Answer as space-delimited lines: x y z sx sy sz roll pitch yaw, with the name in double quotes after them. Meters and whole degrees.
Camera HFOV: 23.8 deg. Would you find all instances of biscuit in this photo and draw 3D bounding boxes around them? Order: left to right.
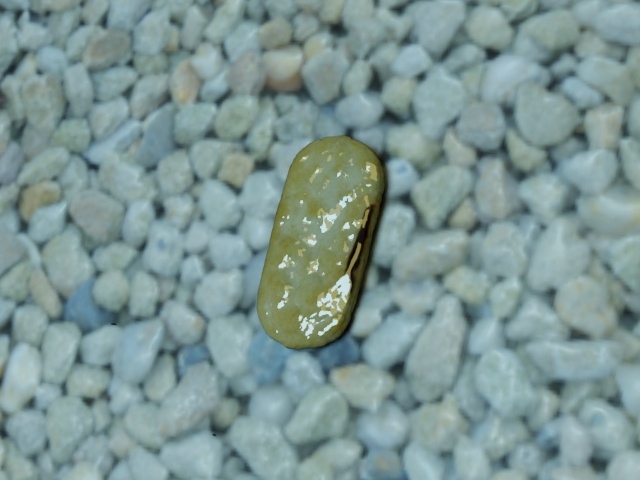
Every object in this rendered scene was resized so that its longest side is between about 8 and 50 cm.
0.000 0.000 0.990 0.071 0.018 0.147 8 78 27 "biscuit"
